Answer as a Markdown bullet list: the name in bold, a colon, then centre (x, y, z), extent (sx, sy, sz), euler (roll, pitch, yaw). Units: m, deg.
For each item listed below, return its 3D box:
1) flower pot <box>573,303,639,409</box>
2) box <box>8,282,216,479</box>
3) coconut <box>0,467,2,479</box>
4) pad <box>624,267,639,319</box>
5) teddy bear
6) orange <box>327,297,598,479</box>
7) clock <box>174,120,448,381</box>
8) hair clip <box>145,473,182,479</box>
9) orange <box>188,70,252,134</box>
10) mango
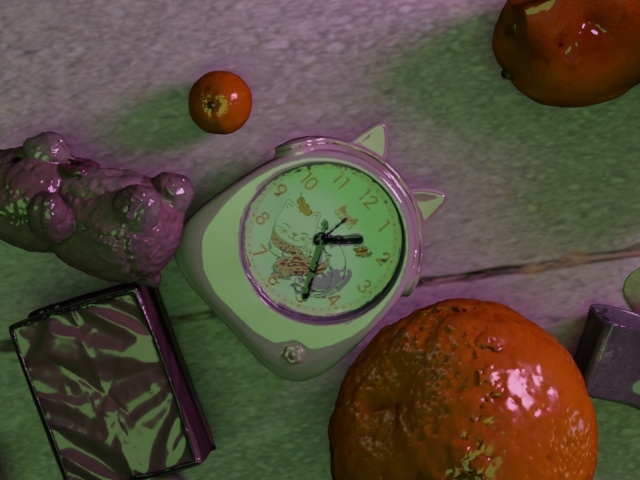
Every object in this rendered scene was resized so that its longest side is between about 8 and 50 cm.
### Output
- **flower pot**: centre (0.445, 0.168, 1.671), extent (0.229, 0.103, 0.108), euler (19, 104, -3)
- **box**: centre (-0.265, 0.190, 1.648), extent (0.188, 0.153, 0.252), euler (-17, 91, 4)
- **coconut**: centre (-0.502, 0.335, 1.691), extent (0.170, 0.171, 0.183), euler (1, 110, 1)
- **pad**: centre (0.540, 0.116, 1.712), extent (0.176, 0.002, 0.266), euler (-34, 100, 8)
- **teddy bear**: centre (-0.296, -0.043, 1.575), extent (0.267, 0.236, 0.151), euler (25, 108, 15)
- **orange**: centre (0.181, 0.247, 1.582), extent (0.293, 0.340, 0.340), euler (31, 102, -35)
- **clock**: centre (0.000, 0.000, 1.642), extent (0.324, 0.108, 0.265), euler (-39, 98, 8)
- **hair clip**: centre (-0.238, 0.405, 1.756), extent (0.146, 0.075, 0.257), euler (-16, 97, 9)
- **orange**: centre (-0.127, -0.175, 1.621), extent (0.083, 0.083, 0.084), euler (0, 102, 1)
- **mango**: centre (0.330, -0.251, 1.573), extent (0.236, 0.136, 0.166), euler (-18, 115, 0)
